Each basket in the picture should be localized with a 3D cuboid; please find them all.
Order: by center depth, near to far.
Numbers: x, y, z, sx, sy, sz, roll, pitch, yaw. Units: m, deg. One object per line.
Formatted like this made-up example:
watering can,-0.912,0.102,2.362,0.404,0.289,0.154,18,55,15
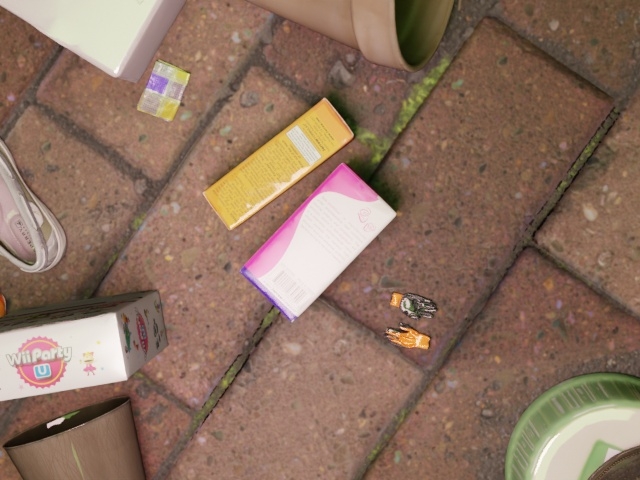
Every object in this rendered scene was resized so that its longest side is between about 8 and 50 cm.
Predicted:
basket,-0.339,0.374,1.869,0.204,0.154,0.227,-20,96,6

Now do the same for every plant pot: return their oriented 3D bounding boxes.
plant pot,0.026,-0.415,1.741,0.280,0.323,0.323,12,94,18

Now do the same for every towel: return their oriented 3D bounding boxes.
towel,-0.238,-0.226,1.894,0.060,0.009,0.083,25,95,2

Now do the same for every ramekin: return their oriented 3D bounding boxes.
ramekin,0.426,0.354,1.819,0.303,0.148,0.303,0,93,3

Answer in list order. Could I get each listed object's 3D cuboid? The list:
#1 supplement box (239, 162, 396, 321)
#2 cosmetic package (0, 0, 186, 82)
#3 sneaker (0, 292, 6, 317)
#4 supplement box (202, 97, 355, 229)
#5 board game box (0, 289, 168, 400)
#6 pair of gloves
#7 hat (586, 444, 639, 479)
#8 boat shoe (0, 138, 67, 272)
supplement box,0.000,0.000,1.842,0.111,0.114,0.220,44,96,1
cosmetic package,-0.259,-0.481,1.804,0.230,0.161,0.453,32,95,1
sneaker,-0.528,0.062,1.900,0.064,0.067,0.175,-18,94,3
supplement box,-0.061,-0.113,1.857,0.233,0.078,0.080,-39,90,4
board game box,-0.358,0.144,1.776,0.224,0.303,0.098,-9,93,4
pair of gloves,0.135,0.123,1.892,0.074,0.010,0.083,13,91,4
hat,0.508,0.423,1.677,0.331,0.134,0.331,0,92,4
boat shoe,-0.510,-0.082,1.872,0.118,0.103,0.320,-38,91,5
